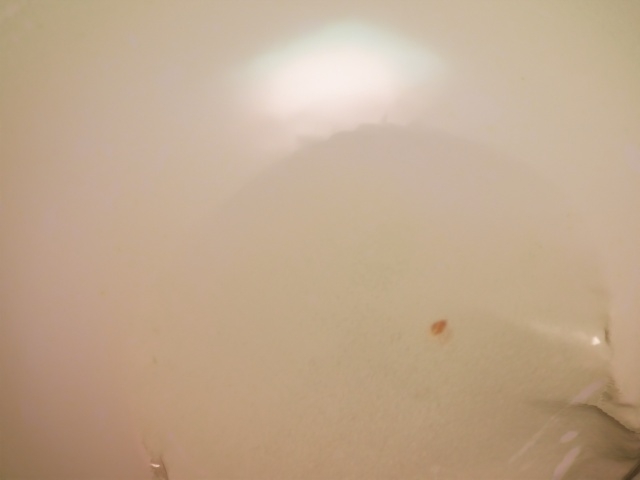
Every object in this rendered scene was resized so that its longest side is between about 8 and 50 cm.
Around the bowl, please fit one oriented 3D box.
[{"bbox_3d":[0.000,0.000,0.445,0.277,0.145,0.277,-6,61,11],"label":"bowl"}]

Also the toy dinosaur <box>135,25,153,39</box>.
[{"bbox_3d":[-0.103,-0.050,0.551,0.220,0.032,0.108,44,109,-2],"label":"toy dinosaur"}]
